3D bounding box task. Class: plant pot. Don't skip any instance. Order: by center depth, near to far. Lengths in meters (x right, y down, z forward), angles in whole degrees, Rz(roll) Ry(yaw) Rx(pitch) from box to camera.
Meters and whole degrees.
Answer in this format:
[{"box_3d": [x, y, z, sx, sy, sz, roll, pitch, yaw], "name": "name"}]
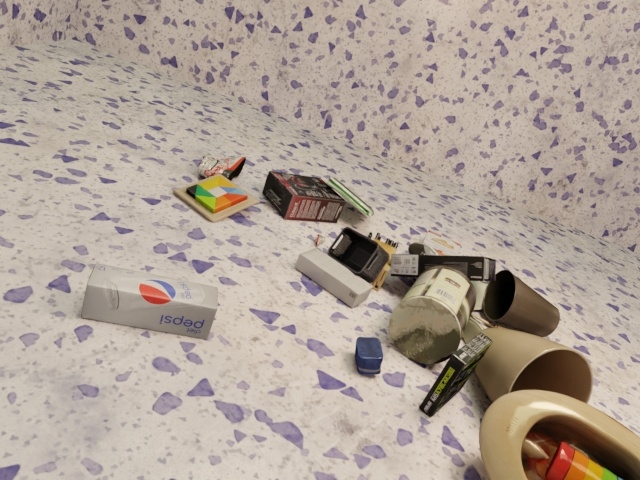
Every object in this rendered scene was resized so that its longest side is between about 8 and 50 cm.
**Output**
[{"box_3d": [0.530, 0.349, 1.375, 0.256, 0.257, 0.274, 13, 10, -20], "name": "plant pot"}]

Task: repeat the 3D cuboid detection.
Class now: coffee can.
[{"box_3d": [0.338, 0.212, 1.500, 0.201, 0.202, 0.275, 29, 26, 15], "name": "coffee can"}]

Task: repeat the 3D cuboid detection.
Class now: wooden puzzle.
[{"box_3d": [-0.371, -0.165, 1.822, 0.221, 0.044, 0.238, 35, 38, 25], "name": "wooden puzzle"}]

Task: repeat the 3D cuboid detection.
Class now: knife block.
[{"box_3d": [0.230, 0.068, 1.838, 0.242, 0.088, 0.276, 4, 30, -33], "name": "knife block"}]

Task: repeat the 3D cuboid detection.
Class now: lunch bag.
[{"box_3d": [0.123, 0.299, 1.311, 0.067, 0.065, 0.098, 4, 27, -3], "name": "lunch bag"}]

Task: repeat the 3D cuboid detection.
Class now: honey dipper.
[{"box_3d": [0.567, 0.281, 1.765, 0.160, 0.031, 0.030, 27, 25, 21], "name": "honey dipper"}]

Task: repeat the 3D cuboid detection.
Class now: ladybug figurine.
[{"box_3d": [0.534, 0.507, 1.046, 0.449, 0.162, 0.305, 35, 63, 23], "name": "ladybug figurine"}]

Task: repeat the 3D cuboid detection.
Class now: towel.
[{"box_3d": [0.131, -0.190, 2.192, 0.248, 0.038, 0.325, 39, 8, -1], "name": "towel"}]

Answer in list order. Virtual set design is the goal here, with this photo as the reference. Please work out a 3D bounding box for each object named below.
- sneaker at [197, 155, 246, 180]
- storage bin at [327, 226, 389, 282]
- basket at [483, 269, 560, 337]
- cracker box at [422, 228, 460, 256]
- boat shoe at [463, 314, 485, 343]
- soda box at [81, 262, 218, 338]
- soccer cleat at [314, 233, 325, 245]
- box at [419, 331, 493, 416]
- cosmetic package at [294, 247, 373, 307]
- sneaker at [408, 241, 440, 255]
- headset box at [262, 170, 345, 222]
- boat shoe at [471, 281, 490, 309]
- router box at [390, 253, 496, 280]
[{"box_3d": [-0.407, -0.312, 2.078, 0.145, 0.090, 0.270, 24, 27, -1], "name": "sneaker"}, {"box_3d": [0.126, 0.047, 1.694, 0.180, 0.122, 0.084, 31, -7, 45], "name": "storage bin"}, {"box_3d": [0.718, 0.242, 1.796, 0.226, 0.154, 0.204, 29, 50, -15], "name": "basket"}, {"box_3d": [0.501, 0.043, 2.140, 0.155, 0.067, 0.232, 27, 24, 9], "name": "cracker box"}, {"box_3d": [0.491, 0.282, 1.628, 0.079, 0.084, 0.233, 7, 26, -29], "name": "boat shoe"}, {"box_3d": [-0.387, 0.141, 1.167, 0.286, 0.098, 0.091, 15, 26, -18], "name": "soda box"}, {"box_3d": [0.000, 0.000, 1.859, 0.035, 0.029, 0.083, 17, 20, -1], "name": "soccer cleat"}, {"box_3d": [0.344, 0.335, 1.275, 0.045, 0.184, 0.190, 35, 28, 29], "name": "box"}, {"box_3d": [0.041, 0.116, 1.616, 0.239, 0.060, 0.099, 34, 29, 24], "name": "cosmetic package"}, {"box_3d": [0.416, 0.088, 1.961, 0.228, 0.086, 0.132, 37, 30, 26], "name": "sneaker"}, {"box_3d": [-0.081, -0.178, 2.050, 0.293, 0.110, 0.218, 3, 31, -38], "name": "headset box"}, {"box_3d": [0.580, 0.201, 1.892, 0.319, 0.116, 0.099, 0, -11, -27], "name": "boat shoe"}, {"box_3d": [0.423, 0.093, 1.730, 0.308, 0.081, 0.243, 1, -3, 28], "name": "router box"}]
